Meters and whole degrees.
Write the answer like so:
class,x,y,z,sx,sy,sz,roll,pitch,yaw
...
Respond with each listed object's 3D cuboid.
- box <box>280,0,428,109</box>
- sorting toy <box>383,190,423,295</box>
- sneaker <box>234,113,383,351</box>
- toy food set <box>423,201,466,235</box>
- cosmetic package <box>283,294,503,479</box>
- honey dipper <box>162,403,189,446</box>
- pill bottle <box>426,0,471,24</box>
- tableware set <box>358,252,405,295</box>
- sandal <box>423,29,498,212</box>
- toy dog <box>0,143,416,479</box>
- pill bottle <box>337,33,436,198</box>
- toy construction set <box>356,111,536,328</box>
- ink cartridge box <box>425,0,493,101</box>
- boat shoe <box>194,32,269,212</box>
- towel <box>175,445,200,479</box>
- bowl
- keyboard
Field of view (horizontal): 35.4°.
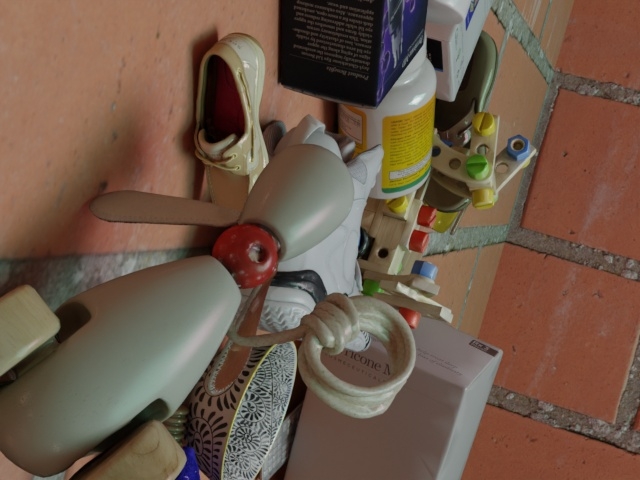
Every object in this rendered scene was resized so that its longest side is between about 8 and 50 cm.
class,x,y,z,sx,sy,sz,roll,pitch,yaw
box,0.039,-0.260,0.987,0.153,0.108,0.207,-56,156,-45
sorting toy,0.116,0.024,1.642,0.208,0.038,0.193,76,35,-52
sneaker,0.000,0.000,1.059,0.366,0.137,0.210,32,73,-75
toy food set,0.207,-0.083,1.767,0.128,0.071,0.218,-66,160,1
cosmetic package,0.083,0.291,1.379,0.156,0.217,0.385,-30,136,-57
honey dipper,-0.131,0.115,0.952,0.030,0.030,0.161,-2,104,-72
pill bottle,0.151,-0.393,1.139,0.152,0.152,0.272,19,87,-73
tableware set,0.064,0.061,1.477,0.128,0.039,0.194,23,78,-50
sandal,0.207,-0.196,1.609,0.086,0.120,0.303,10,87,-57
toy dog,-0.115,0.063,0.703,0.333,0.161,0.220,-17,86,-37
pill bottle,0.078,-0.159,1.191,0.208,0.117,0.118,86,26,-48
toy construction set,0.140,-0.027,1.346,0.151,0.215,0.328,74,37,-58
ink cartridge box,0.229,-0.396,1.540,0.165,0.065,0.333,69,42,-63
boat shoe,-0.082,-0.089,0.856,0.059,0.063,0.170,-38,132,-58
towel,-0.142,0.342,0.916,0.308,0.076,0.228,90,-2,-46
bowl,-0.094,0.167,1.017,0.170,0.080,0.170,18,90,-73
keyboard,-0.015,0.246,1.414,0.256,0.014,0.072,-37,142,-53
